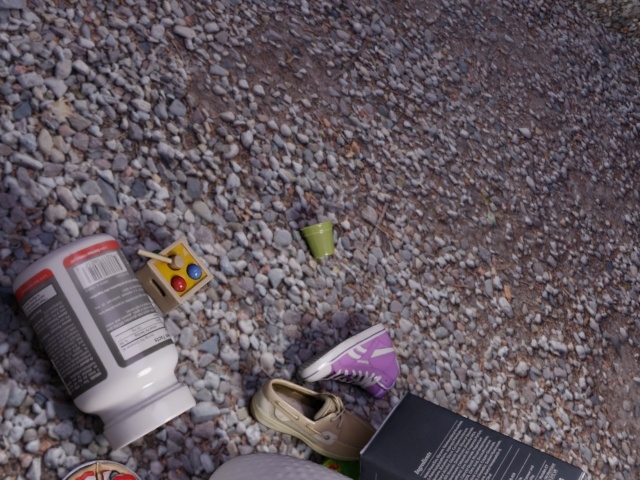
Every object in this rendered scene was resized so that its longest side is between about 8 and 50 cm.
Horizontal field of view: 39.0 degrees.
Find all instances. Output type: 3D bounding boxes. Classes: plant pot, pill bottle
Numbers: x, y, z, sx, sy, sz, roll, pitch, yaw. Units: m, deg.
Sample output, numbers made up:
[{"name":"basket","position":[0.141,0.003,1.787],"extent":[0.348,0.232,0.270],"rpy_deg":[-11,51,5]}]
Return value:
[{"name":"plant pot","position":[0.000,0.000,2.170],"extent":[0.083,0.083,0.079],"rpy_deg":[-16,90,-42]},{"name":"pill bottle","position":[-0.393,0.188,1.670],"extent":[0.210,0.210,0.363],"rpy_deg":[-26,85,-43]}]

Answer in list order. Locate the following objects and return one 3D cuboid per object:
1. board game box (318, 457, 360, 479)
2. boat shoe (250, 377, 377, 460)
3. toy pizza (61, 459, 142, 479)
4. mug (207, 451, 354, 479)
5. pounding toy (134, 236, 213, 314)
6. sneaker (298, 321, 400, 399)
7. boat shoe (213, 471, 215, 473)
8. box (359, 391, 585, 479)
[{"name":"board game box","position":[0.065,0.495,1.974],"extent":[0.181,0.043,0.092],"rpy_deg":[-30,86,-43]},{"name":"boat shoe","position":[0.004,0.377,1.920],"extent":[0.302,0.098,0.109],"rpy_deg":[26,40,-14]},{"name":"toy pizza","position":[-0.389,0.496,1.630],"extent":[0.201,0.032,0.201],"rpy_deg":[18,57,-30]},{"name":"mug","position":[-0.037,0.560,1.686],"extent":[0.276,0.328,0.374],"rpy_deg":[-59,144,-18]},{"name":"pounding toy","position":[-0.313,0.061,1.872],"extent":[0.141,0.100,0.130],"rpy_deg":[52,47,-4]},{"name":"sneaker","position":[0.082,0.299,2.055],"extent":[0.282,0.102,0.161],"rpy_deg":[-19,83,-42]},{"name":"boat shoe","position":[-0.224,0.492,1.748],"extent":[0.045,0.050,0.135],"rpy_deg":[46,47,-17]},{"name":"box","position":[0.290,0.544,1.833],"extent":[0.395,0.294,0.212],"rpy_deg":[21,41,24]}]
